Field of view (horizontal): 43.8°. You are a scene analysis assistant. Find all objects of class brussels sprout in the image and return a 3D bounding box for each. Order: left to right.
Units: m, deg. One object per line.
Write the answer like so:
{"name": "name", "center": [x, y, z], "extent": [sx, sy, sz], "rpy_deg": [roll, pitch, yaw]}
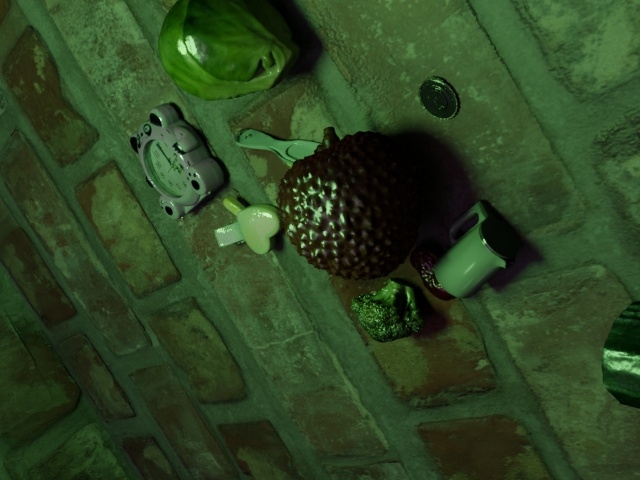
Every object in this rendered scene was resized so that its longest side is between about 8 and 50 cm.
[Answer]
{"name": "brussels sprout", "center": [-0.175, -0.387, 1.562], "extent": [0.271, 0.219, 0.210], "rpy_deg": [23, 151, 6]}

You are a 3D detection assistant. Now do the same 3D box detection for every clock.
{"name": "clock", "center": [-0.361, -0.195, 1.962], "extent": [0.248, 0.090, 0.227], "rpy_deg": [56, 139, 0]}
{"name": "clock", "center": [0.212, -0.254, 1.432], "extent": [0.083, 0.010, 0.074], "rpy_deg": [46, 139, 9]}

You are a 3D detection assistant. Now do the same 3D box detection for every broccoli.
{"name": "broccoli", "center": [0.151, 0.154, 1.692], "extent": [0.162, 0.146, 0.138], "rpy_deg": [28, 103, 48]}

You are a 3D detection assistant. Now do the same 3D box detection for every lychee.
{"name": "lychee", "center": [0.060, -0.071, 1.497], "extent": [0.275, 0.275, 0.304], "rpy_deg": [-31, 75, 50]}

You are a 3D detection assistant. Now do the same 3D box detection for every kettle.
{"name": "kettle", "center": [0.295, 0.021, 1.497], "extent": [0.098, 0.127, 0.148], "rpy_deg": [24, 138, -14]}

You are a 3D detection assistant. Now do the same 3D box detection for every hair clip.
{"name": "hair clip", "center": [-0.175, -0.039, 1.915], "extent": [0.218, 0.071, 0.159], "rpy_deg": [-17, 102, 44]}

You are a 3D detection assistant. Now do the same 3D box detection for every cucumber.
{"name": "cucumber", "center": [0.561, 0.204, 1.297], "extent": [0.130, 0.191, 0.191], "rpy_deg": [9, 123, 50]}

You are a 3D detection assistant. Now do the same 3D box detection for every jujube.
{"name": "jujube", "center": [0.230, 0.064, 1.589], "extent": [0.129, 0.077, 0.077], "rpy_deg": [47, 140, 18]}

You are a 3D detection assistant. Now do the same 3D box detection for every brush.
{"name": "brush", "center": [-0.069, -0.186, 1.720], "extent": [0.297, 0.068, 0.060], "rpy_deg": [21, 152, 38]}

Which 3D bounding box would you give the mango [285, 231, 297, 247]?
{"name": "mango", "center": [0.000, 0.000, 1.766], "extent": [0.190, 0.075, 0.098], "rpy_deg": [19, 138, 25]}
